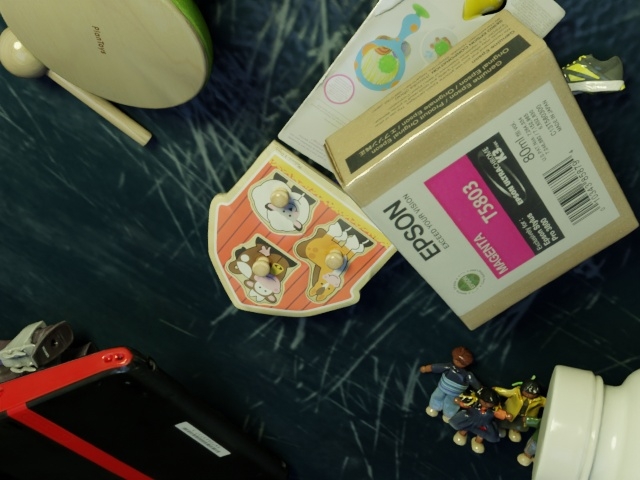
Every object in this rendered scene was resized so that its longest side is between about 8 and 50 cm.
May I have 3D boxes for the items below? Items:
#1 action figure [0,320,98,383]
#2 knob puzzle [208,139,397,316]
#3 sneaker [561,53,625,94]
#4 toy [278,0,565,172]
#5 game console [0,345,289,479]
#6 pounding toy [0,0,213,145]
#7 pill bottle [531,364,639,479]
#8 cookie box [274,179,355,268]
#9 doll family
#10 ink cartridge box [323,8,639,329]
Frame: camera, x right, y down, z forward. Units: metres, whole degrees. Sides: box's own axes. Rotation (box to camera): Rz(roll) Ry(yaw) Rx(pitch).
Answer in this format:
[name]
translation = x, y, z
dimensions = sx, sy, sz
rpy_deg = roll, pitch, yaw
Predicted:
[action figure]
translation = -0.443, 0.161, 0.878
dimensions = 0.284, 0.099, 0.185
rpy_deg = -9, 127, 17
[knob puzzle]
translation = -0.036, 0.016, 0.713
dimensions = 0.213, 0.030, 0.213
rpy_deg = 4, 123, 6
[sneaker]
translation = 0.235, -0.152, 0.620
dimensions = 0.083, 0.031, 0.035
rpy_deg = 5, 95, 15
[toy]
translation = 0.084, -0.156, 0.615
dimensions = 0.136, 0.056, 0.237
rpy_deg = 32, 118, -20
[game console]
translation = -0.272, 0.281, 0.903
dimensions = 0.341, 0.060, 0.386
rpy_deg = -22, 135, 15
[pounding toy]
translation = -0.183, -0.207, 0.611
dimensions = 0.182, 0.110, 0.237
rpy_deg = 27, 153, -23
[pill bottle]
translation = 0.383, 0.226, 0.665
dimensions = 0.318, 0.176, 0.176
rpy_deg = 12, 125, 17
[cookie box]
translation = 0.000, 0.000, 0.741
dimensions = 0.107, 0.040, 0.092
rpy_deg = -29, 115, 24
[doll family]
translation = 0.214, 0.200, 0.825
dimensions = 0.192, 0.076, 0.111
rpy_deg = 12, 129, 4
[ink cartridge box]
translation = 0.150, -0.050, 0.614
dimensions = 0.193, 0.088, 0.234
rpy_deg = -36, 127, 14
